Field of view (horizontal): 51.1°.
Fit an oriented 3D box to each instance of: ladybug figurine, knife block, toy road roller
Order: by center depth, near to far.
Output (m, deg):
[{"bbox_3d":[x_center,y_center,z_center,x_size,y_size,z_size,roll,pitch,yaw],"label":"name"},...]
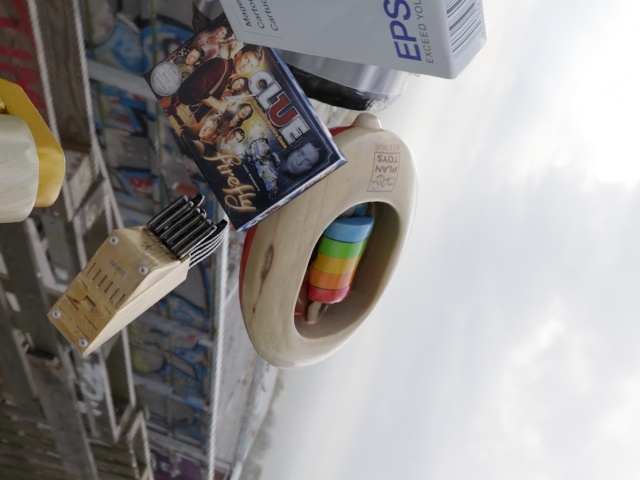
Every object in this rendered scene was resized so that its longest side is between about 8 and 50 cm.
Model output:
[{"bbox_3d":[-0.460,-0.088,0.754,0.202,0.329,0.240,-6,133,-47],"label":"toy road roller"},{"bbox_3d":[0.000,0.000,1.079,0.305,0.162,0.449,-3,123,-42],"label":"ladybug figurine"},{"bbox_3d":[-0.278,0.047,1.101,0.275,0.088,0.242,-48,170,16],"label":"knife block"}]

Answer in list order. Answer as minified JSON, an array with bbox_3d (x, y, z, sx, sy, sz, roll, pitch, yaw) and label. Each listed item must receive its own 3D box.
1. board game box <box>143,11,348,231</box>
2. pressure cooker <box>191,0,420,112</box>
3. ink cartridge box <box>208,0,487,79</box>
[{"bbox_3d":[-0.098,-0.157,0.857,0.165,0.243,0.042,-34,172,13],"label":"board game box"},{"bbox_3d":[0.033,-0.443,0.982,0.376,0.370,0.420,-1,125,-44],"label":"pressure cooker"},{"bbox_3d":[-0.053,-0.287,0.491,0.071,0.330,0.324,-53,142,-25],"label":"ink cartridge box"}]
